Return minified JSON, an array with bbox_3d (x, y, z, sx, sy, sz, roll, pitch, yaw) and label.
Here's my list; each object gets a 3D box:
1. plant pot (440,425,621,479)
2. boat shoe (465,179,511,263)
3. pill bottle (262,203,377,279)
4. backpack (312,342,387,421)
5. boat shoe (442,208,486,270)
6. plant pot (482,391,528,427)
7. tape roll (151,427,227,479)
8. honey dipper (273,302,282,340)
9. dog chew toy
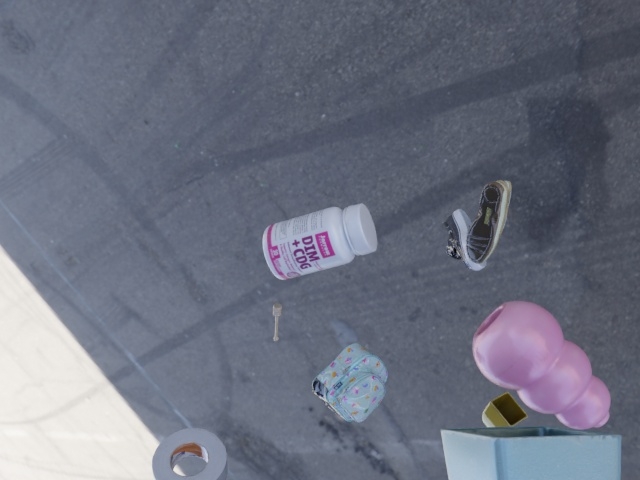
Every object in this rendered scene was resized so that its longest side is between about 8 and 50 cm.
[{"bbox_3d":[0.386,0.481,1.164,0.247,0.252,0.248,3,166,-12],"label":"plant pot"},{"bbox_3d":[0.366,-0.038,1.333,0.068,0.072,0.190,38,129,36],"label":"boat shoe"},{"bbox_3d":[0.000,0.000,1.717,0.283,0.160,0.160,-16,118,20],"label":"pill bottle"},{"bbox_3d":[0.095,0.385,1.719,0.144,0.188,0.166,20,154,49],"label":"backpack"},{"bbox_3d":[0.334,0.007,1.510,0.076,0.228,0.080,-37,119,23],"label":"boat shoe"},{"bbox_3d":[0.474,0.464,1.657,0.081,0.081,0.083,53,135,27],"label":"plant pot"},{"bbox_3d":[-0.387,0.669,1.870,0.219,0.219,0.072,25,133,24],"label":"tape roll"},{"bbox_3d":[-0.149,0.285,2.161,0.030,0.030,0.161,23,128,27],"label":"honey dipper"},{"bbox_3d":[0.509,0.293,1.424,0.332,0.206,0.207,42,145,7],"label":"dog chew toy"}]
